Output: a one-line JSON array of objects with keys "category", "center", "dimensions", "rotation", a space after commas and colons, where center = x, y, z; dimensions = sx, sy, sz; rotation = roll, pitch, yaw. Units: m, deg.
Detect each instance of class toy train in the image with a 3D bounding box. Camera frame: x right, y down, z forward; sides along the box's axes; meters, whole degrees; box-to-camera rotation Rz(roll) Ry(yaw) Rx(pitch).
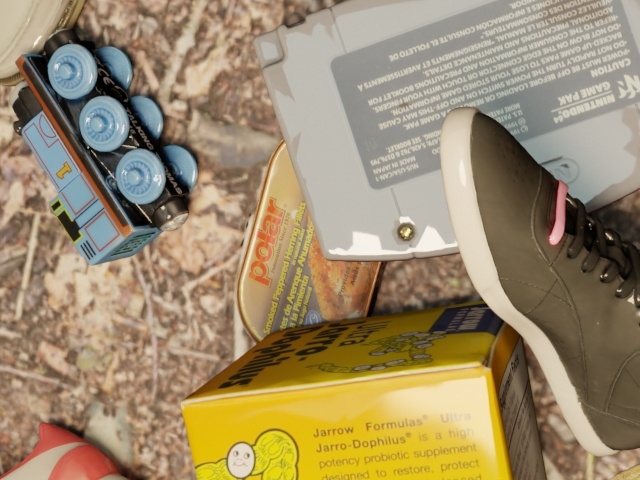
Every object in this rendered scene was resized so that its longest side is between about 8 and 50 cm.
[{"category": "toy train", "center": [-0.176, -0.073, 0.916], "dimensions": [0.105, 0.080, 0.184], "rotation": [-36, 83, 21]}]

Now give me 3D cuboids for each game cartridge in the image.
[{"category": "game cartridge", "center": [0.120, -0.099, 0.818], "dimensions": [0.297, 0.062, 0.198], "rotation": [-18, 92, 7]}]

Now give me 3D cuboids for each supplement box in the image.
[{"category": "supplement box", "center": [0.059, 0.240, 0.784], "dimensions": [0.195, 0.194, 0.356], "rotation": [-9, 96, 15]}]

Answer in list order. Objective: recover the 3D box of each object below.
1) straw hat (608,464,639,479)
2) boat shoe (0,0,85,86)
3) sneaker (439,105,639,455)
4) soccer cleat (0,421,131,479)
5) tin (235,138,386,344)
[{"category": "straw hat", "center": [0.249, 0.231, 0.815], "dimensions": [0.144, 0.061, 0.144], "rotation": [1, 94, 17]}, {"category": "boat shoe", "center": [-0.228, -0.269, 0.905], "dimensions": [0.113, 0.103, 0.302], "rotation": [22, 99, 14]}, {"category": "sneaker", "center": [0.189, 0.019, 0.724], "dimensions": [0.147, 0.104, 0.296], "rotation": [-14, 126, 32]}, {"category": "soccer cleat", "center": [-0.284, 0.276, 0.898], "dimensions": [0.116, 0.109, 0.318], "rotation": [38, 67, 27]}, {"category": "tin", "center": [0.000, 0.000, 0.889], "dimensions": [0.106, 0.040, 0.190], "rotation": [18, 97, 11]}]
